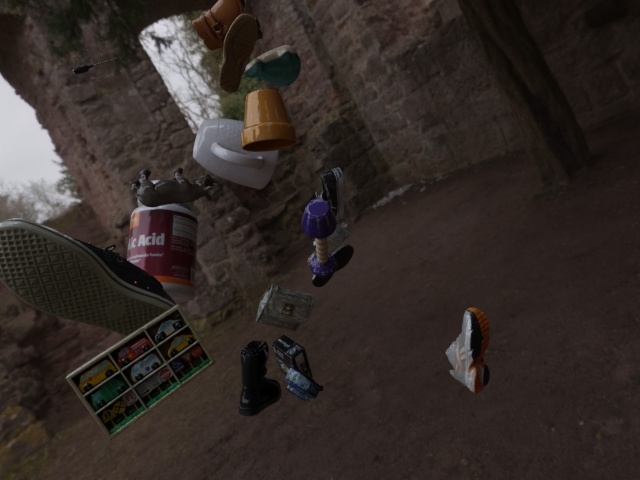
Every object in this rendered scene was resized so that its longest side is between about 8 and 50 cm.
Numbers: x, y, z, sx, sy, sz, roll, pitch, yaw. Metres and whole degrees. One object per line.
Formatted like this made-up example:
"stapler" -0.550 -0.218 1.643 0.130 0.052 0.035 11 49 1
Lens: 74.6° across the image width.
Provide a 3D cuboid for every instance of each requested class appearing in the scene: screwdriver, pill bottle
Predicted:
"screwdriver" -0.824 -0.650 1.546 0.170 0.025 0.024 -36 2 -23
"pill bottle" -0.543 0.007 1.454 0.223 0.393 0.224 -3 -19 -1

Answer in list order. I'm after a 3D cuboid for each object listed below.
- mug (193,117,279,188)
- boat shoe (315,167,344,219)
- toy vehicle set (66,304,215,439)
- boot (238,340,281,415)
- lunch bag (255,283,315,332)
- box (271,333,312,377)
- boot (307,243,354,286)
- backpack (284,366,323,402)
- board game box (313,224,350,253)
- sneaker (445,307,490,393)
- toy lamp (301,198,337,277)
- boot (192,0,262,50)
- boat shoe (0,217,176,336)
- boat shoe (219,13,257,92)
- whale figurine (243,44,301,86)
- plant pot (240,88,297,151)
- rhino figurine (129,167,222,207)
"mug" -0.372 -0.387 1.856 0.374 0.327 0.276 46 118 59
"boat shoe" 0.040 -0.183 1.812 0.104 0.113 0.306 -17 -27 -10
"toy vehicle set" -0.396 0.289 0.952 0.266 0.166 0.035 -35 10 -24
"boot" -0.191 0.432 1.382 0.094 0.207 0.246 4 -1 17
"lunch bag" -0.180 0.338 2.158 0.287 0.235 0.169 123 160 -52
"box" -0.123 0.524 1.839 0.077 0.180 0.147 -32 35 -30
"boot" 0.034 0.075 1.858 0.236 0.085 0.179 -47 27 12
"backpack" -0.069 0.497 1.445 0.084 0.114 0.105 -54 24 -20
"board game box" 0.054 -0.008 2.045 0.154 0.103 0.026 -43 34 24
"sneaker" 0.420 0.315 1.236 0.099 0.263 0.121 -15 18 -35
"toy lamp" 0.000 0.000 0.968 0.080 0.080 0.275 -32 -27 -16
"boot" -0.355 -0.812 1.485 0.220 0.109 0.283 -7 -28 15
"boat shoe" -0.574 0.101 1.061 0.187 0.500 0.156 -43 44 3
"boat shoe" -0.181 -0.410 0.911 0.170 0.062 0.059 -57 25 36
"whale figurine" -0.191 -0.699 1.729 0.216 0.141 0.272 -17 14 41
"plant pot" -0.199 -0.442 1.549 0.205 0.188 0.205 -8 2 0
"rhino figurine" -0.396 -0.146 1.179 0.243 0.106 0.073 -10 -36 -29
